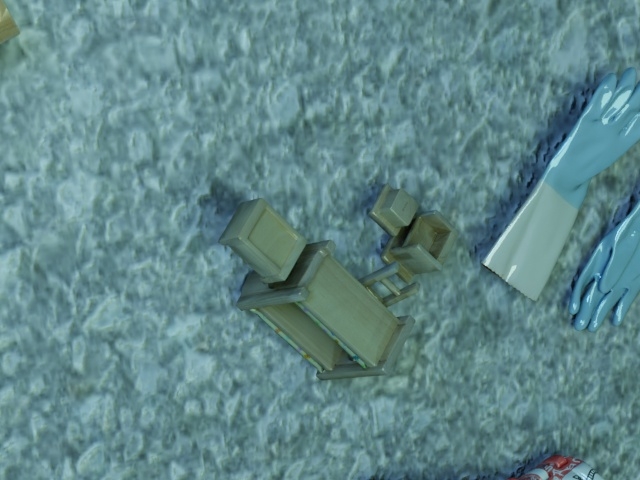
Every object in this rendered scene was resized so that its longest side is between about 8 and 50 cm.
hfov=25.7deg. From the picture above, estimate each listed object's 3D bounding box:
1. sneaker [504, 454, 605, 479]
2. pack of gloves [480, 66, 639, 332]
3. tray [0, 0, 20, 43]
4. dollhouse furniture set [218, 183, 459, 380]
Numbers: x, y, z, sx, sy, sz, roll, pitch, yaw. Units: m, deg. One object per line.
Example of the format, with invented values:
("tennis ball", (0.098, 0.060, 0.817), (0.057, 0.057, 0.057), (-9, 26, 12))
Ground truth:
("sneaker", (0.167, 0.255, 1.306), (0.270, 0.090, 0.145), (23, 48, 2))
("pack of gloves", (0.263, -0.037, 1.311), (0.195, 0.046, 0.232), (34, 90, -37))
("tray", (-0.441, -0.138, 0.963), (0.411, 0.076, 0.203), (-31, 112, -13))
("dollhouse furniture set", (0.000, 0.000, 1.189), (0.182, 0.101, 0.161), (44, 59, -24))
